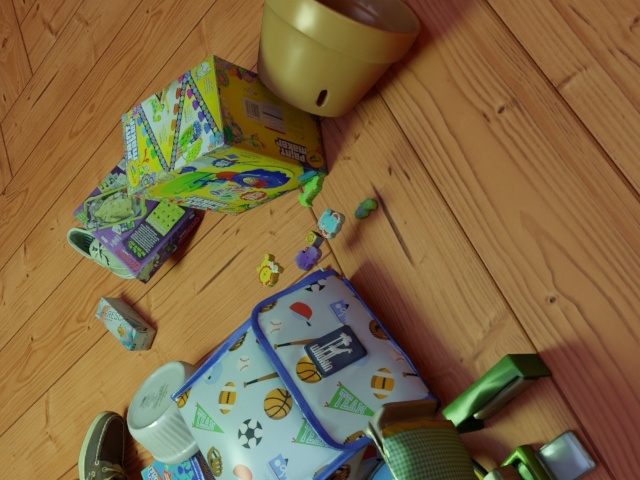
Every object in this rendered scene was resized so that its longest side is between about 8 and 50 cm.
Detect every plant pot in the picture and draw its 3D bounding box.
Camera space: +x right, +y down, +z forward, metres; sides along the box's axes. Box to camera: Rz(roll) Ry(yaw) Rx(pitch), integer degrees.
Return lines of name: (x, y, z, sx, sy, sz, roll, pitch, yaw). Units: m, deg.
plant pot: (0.011, -0.365, 1.161, 0.291, 0.290, 0.204, 53, 132, 31)

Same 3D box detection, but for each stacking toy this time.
stacking toy: (0.000, 0.000, 1.163, 0.052, 0.167, 0.221, 45, 110, 39)

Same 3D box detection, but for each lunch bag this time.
lunch bag: (-0.026, 0.281, 1.111, 0.385, 0.239, 0.328, -43, 58, 8)

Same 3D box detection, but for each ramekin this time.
ramekin: (-0.310, 0.354, 1.338, 0.207, 0.109, 0.207, -30, 32, 22)

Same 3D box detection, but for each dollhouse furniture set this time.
dollhouse furniture set: (0.230, 0.276, 0.848, 0.151, 0.301, 0.198, -48, 55, 26)

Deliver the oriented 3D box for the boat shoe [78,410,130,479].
boat shoe: (-0.498, 0.580, 1.500, 0.123, 0.123, 0.342, -8, 63, 28)

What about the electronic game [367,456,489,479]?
electronic game: (0.177, 0.428, 0.990, 0.229, 0.048, 0.230, 2, 97, 19)

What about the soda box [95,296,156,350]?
soda box: (-0.494, 0.208, 1.599, 0.183, 0.063, 0.058, 30, 103, 38)

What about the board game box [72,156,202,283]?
board game box: (-0.464, -0.060, 1.577, 0.208, 0.056, 0.346, -47, 52, -11)

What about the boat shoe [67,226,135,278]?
boat shoe: (-0.557, 0.031, 1.657, 0.302, 0.094, 0.109, 14, 92, 39)

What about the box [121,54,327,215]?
box: (-0.190, -0.190, 1.268, 0.279, 0.289, 0.177, -20, 72, 36)

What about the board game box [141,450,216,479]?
board game box: (-0.299, 0.535, 1.384, 0.210, 0.047, 0.160, -43, 65, 33)
